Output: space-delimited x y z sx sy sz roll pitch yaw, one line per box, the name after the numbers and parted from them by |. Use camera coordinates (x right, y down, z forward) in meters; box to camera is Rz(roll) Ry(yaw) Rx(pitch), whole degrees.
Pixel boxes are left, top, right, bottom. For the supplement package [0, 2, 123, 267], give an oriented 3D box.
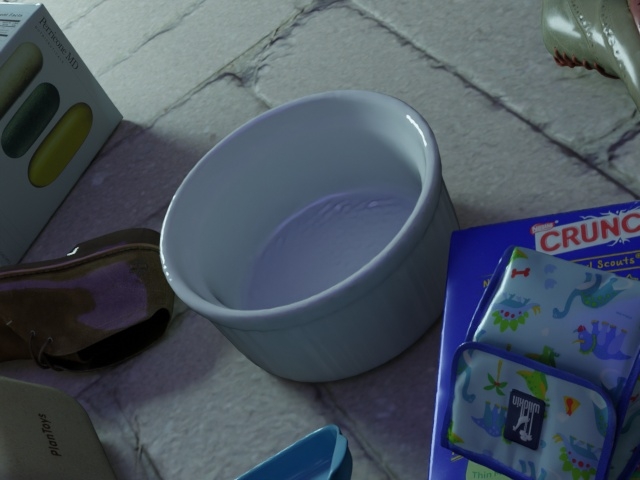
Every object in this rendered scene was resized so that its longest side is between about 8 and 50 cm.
-0.423 -0.130 1.426 0.198 0.199 0.262 9 56 35 | supplement package

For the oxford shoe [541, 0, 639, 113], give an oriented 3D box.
0.298 -0.198 1.164 0.130 0.123 0.348 -41 37 31 | oxford shoe

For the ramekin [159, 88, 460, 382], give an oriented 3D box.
0.000 0.000 1.109 0.277 0.135 0.277 -16 45 16 | ramekin

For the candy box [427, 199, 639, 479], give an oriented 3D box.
0.228 0.123 0.873 0.268 0.122 0.317 -10 48 24 | candy box

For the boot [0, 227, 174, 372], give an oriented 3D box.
-0.295 0.091 1.225 0.305 0.112 0.115 -21 54 9 | boot

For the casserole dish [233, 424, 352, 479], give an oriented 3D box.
-0.041 0.223 0.954 0.188 0.037 0.114 -34 17 23 | casserole dish

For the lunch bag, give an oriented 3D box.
0.162 0.093 0.787 0.129 0.096 0.151 19 78 39 | lunch bag

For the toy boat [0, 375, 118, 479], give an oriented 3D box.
-0.280 0.241 1.069 0.151 0.151 0.231 -58 39 17 | toy boat
